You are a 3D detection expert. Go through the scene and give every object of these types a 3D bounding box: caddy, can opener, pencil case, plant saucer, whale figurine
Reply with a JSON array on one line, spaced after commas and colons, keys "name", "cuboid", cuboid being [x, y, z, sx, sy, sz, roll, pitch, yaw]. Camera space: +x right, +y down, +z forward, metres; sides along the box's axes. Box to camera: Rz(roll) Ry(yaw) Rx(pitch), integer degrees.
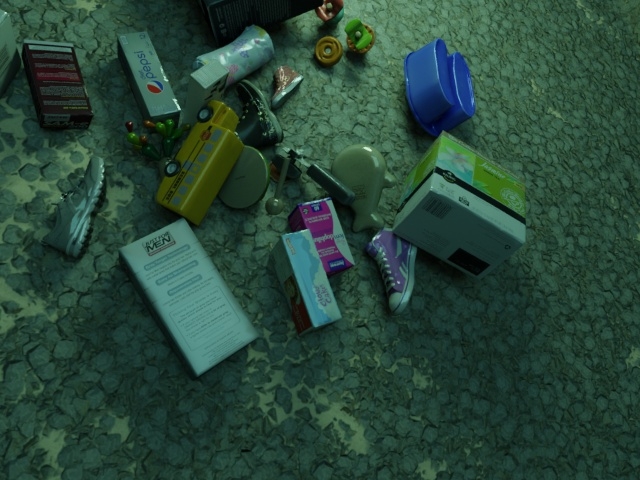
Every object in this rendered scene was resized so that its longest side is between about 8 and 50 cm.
[{"name": "caddy", "cuboid": [0.410, -0.539, 1.826, 0.241, 0.179, 0.341, 16, 63, -40]}, {"name": "can opener", "cuboid": [-0.018, -0.193, 1.561, 0.280, 0.074, 0.093, 37, 104, 15]}, {"name": "pencil case", "cuboid": [-0.272, -0.572, 1.618, 0.114, 0.124, 0.273, 24, 56, 39]}, {"name": "plant saucer", "cuboid": [-0.124, -0.216, 1.599, 0.084, 0.013, 0.083, 7, 68, -18]}, {"name": "whale figurine", "cuboid": [0.135, -0.166, 1.616, 0.216, 0.141, 0.271, -11, 93, 16]}]

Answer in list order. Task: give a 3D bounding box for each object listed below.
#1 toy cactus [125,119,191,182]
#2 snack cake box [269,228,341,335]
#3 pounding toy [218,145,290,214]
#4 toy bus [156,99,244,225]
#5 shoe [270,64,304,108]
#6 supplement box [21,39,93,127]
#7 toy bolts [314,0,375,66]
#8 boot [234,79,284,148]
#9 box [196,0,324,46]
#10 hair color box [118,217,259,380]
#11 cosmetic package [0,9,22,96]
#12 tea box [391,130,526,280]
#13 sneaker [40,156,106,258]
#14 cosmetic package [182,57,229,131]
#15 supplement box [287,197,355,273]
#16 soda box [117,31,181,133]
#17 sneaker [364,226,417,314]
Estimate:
[{"name": "toy cactus", "cuboid": [-0.444, -0.254, 1.459, 0.219, 0.112, 0.180, 0, 92, -37]}, {"name": "snack cake box", "cuboid": [-0.046, 0.120, 1.423, 0.089, 0.152, 0.264, -15, 76, -24]}, {"name": "pounding toy", "cuboid": [-0.185, -0.174, 1.501, 0.237, 0.110, 0.182, 16, 95, 24]}, {"name": "toy bus", "cuboid": [-0.322, -0.218, 1.418, 0.130, 0.108, 0.332, 23, 79, 25]}, {"name": "shoe", "cuboid": [-0.132, -0.508, 1.682, 0.081, 0.063, 0.178, 37, 57, -2]}, {"name": "supplement box", "cuboid": [-0.730, -0.431, 1.416, 0.130, 0.073, 0.239, -10, 73, -38]}, {"name": "toy bolts", "cuboid": [0.060, -0.741, 1.826, 0.218, 0.158, 0.228, -32, 94, 13]}, {"name": "boot", "cuboid": [-0.242, -0.375, 1.578, 0.179, 0.085, 0.236, -30, 83, -24]}, {"name": "box", "cuboid": [-0.222, -0.865, 1.639, 0.396, 0.212, 0.293, -24, 80, -6]}, {"name": "hair color box", "cuboid": [-0.345, 0.150, 1.327, 0.185, 0.113, 0.374, -31, 83, -27]}, {"name": "cosmetic package", "cuboid": [-1.004, -0.536, 1.294, 0.385, 0.217, 0.156, 22, 64, -13]}, {"name": "tea box", "cuboid": [0.442, -0.112, 1.607, 0.329, 0.220, 0.323, 29, 45, -8]}, {"name": "sneaker", "cuboid": [-0.633, -0.100, 1.321, 0.115, 0.105, 0.281, 15, 67, -14]}, {"name": "cosmetic package", "cuboid": [-0.332, -0.408, 1.470, 0.060, 0.239, 0.099, 45, 63, 0]}, {"name": "supplement box", "cuboid": [0.000, 0.000, 1.508, 0.111, 0.114, 0.220, -15, 78, -25]}, {"name": "soda box", "cuboid": [-0.509, -0.466, 1.508, 0.091, 0.098, 0.286, -20, 78, -26]}, {"name": "sneaker", "cuboid": [0.201, 0.084, 1.562, 0.161, 0.102, 0.282, 18, 55, -9]}]
